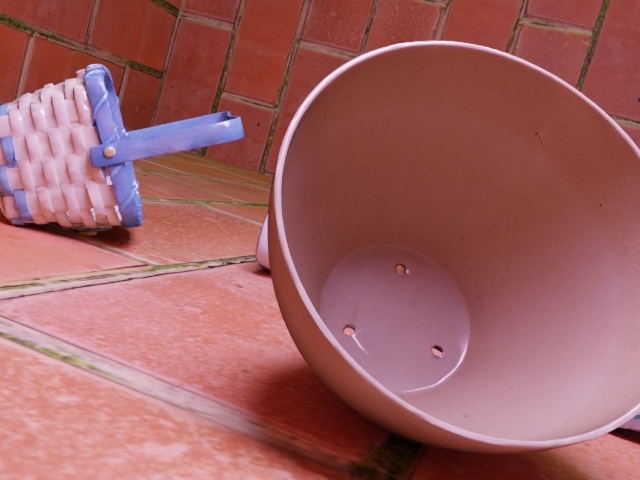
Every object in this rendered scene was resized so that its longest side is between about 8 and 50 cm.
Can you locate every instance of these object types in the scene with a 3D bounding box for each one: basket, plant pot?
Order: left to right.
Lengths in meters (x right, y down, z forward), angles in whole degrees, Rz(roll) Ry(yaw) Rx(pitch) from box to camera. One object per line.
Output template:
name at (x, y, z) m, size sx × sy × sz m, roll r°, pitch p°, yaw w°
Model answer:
basket at (-0.245, -0.119, 0.918) m, size 0.289 × 0.200 × 0.255 m, roll -16°, pitch 12°, yaw -6°
plant pot at (0.085, 0.026, 0.542) m, size 0.284 × 0.284 × 0.191 m, roll 15°, pitch -28°, yaw -10°

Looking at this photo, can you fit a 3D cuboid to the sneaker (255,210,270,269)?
sneaker at (0.000, 0.000, 1.054) m, size 0.123 × 0.105 × 0.290 m, roll 15°, pitch 5°, yaw 15°

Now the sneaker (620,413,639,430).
sneaker at (0.237, 0.095, 0.760) m, size 0.302 × 0.120 × 0.108 m, roll 22°, pitch 9°, yaw 43°
